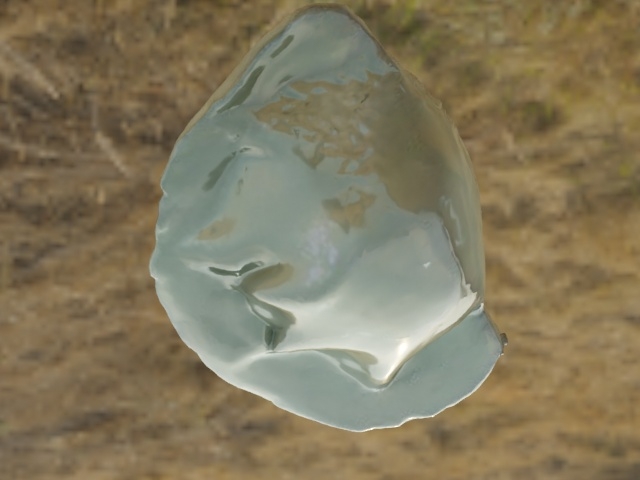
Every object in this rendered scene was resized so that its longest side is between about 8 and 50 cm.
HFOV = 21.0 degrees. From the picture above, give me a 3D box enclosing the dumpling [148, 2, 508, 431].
[{"bbox_3d":[-0.001,-0.003,0.838,0.166,0.126,0.216,-26,147,-3],"label":"dumpling"}]
